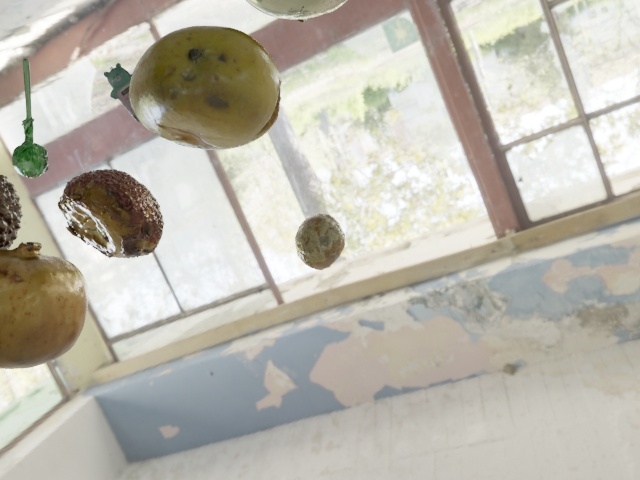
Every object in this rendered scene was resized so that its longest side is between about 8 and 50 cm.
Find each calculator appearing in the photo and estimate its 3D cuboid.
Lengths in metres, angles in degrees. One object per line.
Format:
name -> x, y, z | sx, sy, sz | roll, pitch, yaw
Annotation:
calculator -> -0.463, -0.362, 1.399 | 0.094, 0.141, 0.019 | -33, -163, 13

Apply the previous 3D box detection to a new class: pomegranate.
pomegranate -> -0.538, 0.113, 1.027 | 0.248, 0.248, 0.248 | -23, -171, 4

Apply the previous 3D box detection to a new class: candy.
candy -> -0.801, -0.330, 1.575 | 0.096, 0.324, 0.097 | 6, -160, -2

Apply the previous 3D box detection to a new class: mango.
mango -> -0.221, -0.270, 1.069 | 0.252, 0.182, 0.364 | 19, 169, -32

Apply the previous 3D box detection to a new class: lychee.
lychee -> -0.677, -0.035, 1.078 | 0.238, 0.200, 0.200 | -37, -171, 4

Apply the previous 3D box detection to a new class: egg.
egg -> 0.000, 0.000, 2.172 | 0.194, 0.195, 0.233 | -18, -145, 29

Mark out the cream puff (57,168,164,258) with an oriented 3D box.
cream puff -> -0.643, -0.091, 1.828 | 0.350, 0.350, 0.229 | -13, -148, 47

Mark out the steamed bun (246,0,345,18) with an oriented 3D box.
steamed bun -> -0.024, -0.591, 1.169 | 0.333, 0.233, 0.312 | -24, 162, -7

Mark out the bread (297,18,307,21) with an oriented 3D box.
bread -> -0.096, -0.577, 1.417 | 0.084, 0.139, 0.074 | -31, -163, 38
